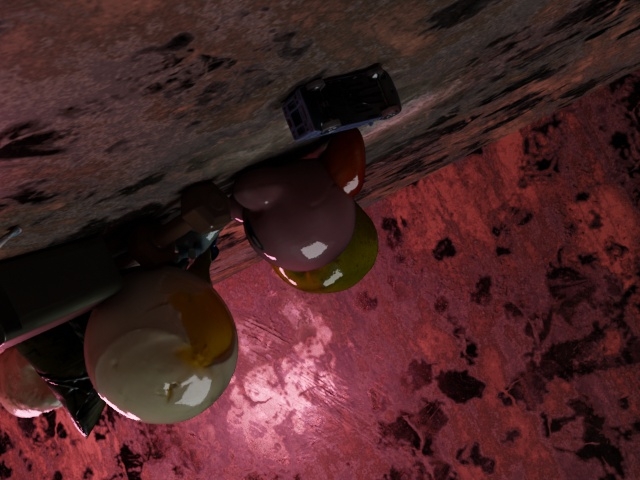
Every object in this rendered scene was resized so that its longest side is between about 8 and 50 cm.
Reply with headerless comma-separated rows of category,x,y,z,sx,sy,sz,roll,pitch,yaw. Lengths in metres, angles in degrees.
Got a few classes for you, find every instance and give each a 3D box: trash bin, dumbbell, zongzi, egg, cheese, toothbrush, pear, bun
trash bin,-0.477,0.093,1.331,0.164,0.122,0.240,-29,177,41
dumbbell,-0.253,-0.024,1.413,0.231,0.082,0.092,-29,175,38
zongzi,-0.445,0.162,1.721,0.362,0.319,0.383,-31,-168,42
egg,-0.303,0.187,1.508,0.283,0.283,0.345,-25,-153,-5
cheese,-0.268,0.083,1.735,0.064,0.250,0.156,15,-176,-35
toothbrush,-0.469,0.016,1.125,0.162,0.014,0.017,-28,-171,35
pear,0.000,0.000,1.978,0.294,0.294,0.294,-25,176,-2
bun,-0.730,0.329,2.172,0.359,0.211,0.360,-21,-174,2

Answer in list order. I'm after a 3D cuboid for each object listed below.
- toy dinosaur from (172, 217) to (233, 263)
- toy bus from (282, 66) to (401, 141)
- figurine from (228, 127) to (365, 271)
toy dinosaur,-0.265,-0.004,1.653,0.329,0.076,0.144,-25,-175,36
toy bus,0.033,-0.190,1.117,0.167,0.073,0.076,-18,175,-36
figurine,-0.024,-0.054,1.504,0.261,0.211,0.269,-24,175,-18
